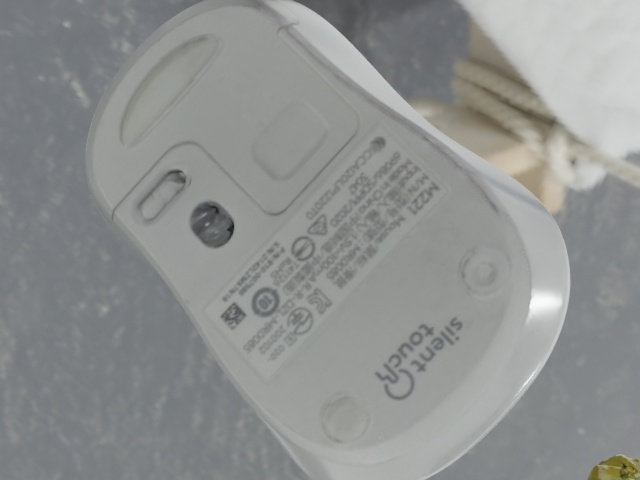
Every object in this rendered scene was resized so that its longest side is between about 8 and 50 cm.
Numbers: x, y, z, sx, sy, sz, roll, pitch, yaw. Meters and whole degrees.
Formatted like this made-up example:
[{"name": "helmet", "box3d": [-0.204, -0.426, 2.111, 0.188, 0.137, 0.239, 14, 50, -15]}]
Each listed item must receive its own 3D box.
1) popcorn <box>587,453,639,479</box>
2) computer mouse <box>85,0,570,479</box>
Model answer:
[{"name": "popcorn", "box3d": [0.242, 0.234, 1.202, 0.126, 0.126, 0.145, -23, 113, -29]}, {"name": "computer mouse", "box3d": [0.000, 0.000, 0.859, 0.184, 0.297, 0.121, -49, 154, 1]}]
